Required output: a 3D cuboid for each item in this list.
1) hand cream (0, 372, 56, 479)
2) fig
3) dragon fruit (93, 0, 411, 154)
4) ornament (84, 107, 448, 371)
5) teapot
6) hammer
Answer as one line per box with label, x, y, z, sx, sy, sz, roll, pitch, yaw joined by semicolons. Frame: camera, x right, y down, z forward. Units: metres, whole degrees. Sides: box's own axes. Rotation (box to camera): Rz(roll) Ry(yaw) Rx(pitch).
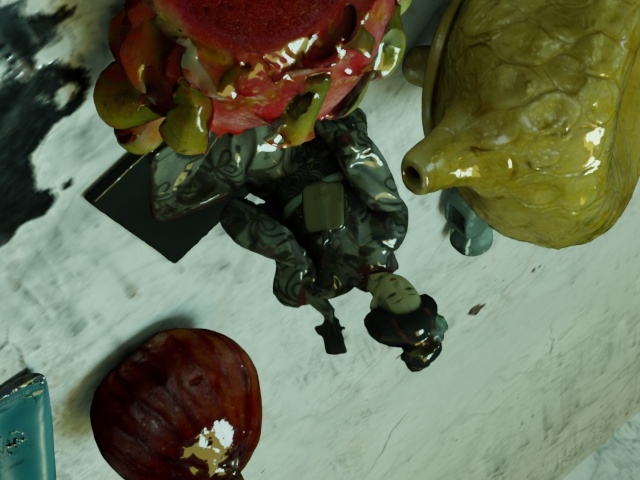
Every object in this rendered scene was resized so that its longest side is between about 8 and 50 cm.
hand cream;-0.216;0.167;1.305;0.083;0.048;0.224;-33;153;-19
fig;-0.103;0.138;1.334;0.128;0.150;0.128;-2;162;-1
dragon fruit;-0.044;-0.107;0.950;0.150;0.133;0.208;18;138;-39
ornament;0.000;0.000;1.136;0.166;0.196;0.153;-44;161;1
teapot;0.139;-0.110;1.252;0.311;0.167;0.203;-50;148;-50
hammer;0.198;-0.085;1.561;0.226;0.041;0.159;-37;161;-13
